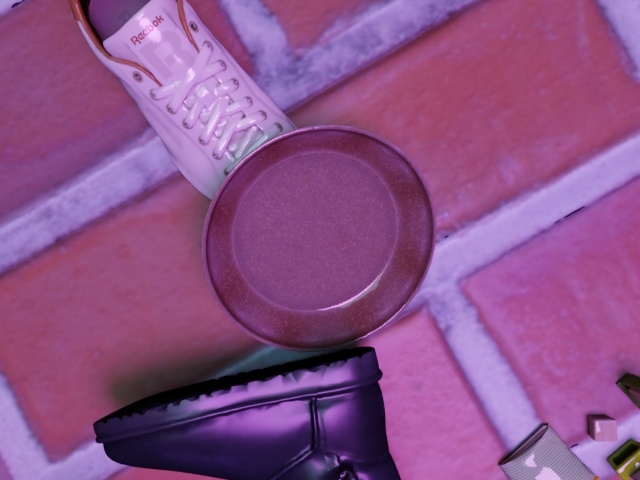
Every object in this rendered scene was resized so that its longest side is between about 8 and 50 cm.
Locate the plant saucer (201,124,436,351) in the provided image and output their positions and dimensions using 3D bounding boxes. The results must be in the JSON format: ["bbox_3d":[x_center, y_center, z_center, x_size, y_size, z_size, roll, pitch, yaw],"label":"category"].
[{"bbox_3d":[0.000,0.000,0.429,0.198,0.036,0.199,-5,112,-13],"label":"plant saucer"}]

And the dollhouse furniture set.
[{"bbox_3d":[0.238,0.184,0.431,0.151,0.058,0.076,-42,87,0],"label":"dollhouse furniture set"}]

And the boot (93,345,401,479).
[{"bbox_3d":[-0.045,0.212,0.406,0.246,0.094,0.207,-11,83,-4],"label":"boot"}]

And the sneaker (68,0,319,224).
[{"bbox_3d":[-0.111,-0.120,0.425,0.290,0.123,0.106,45,89,0],"label":"sneaker"}]
